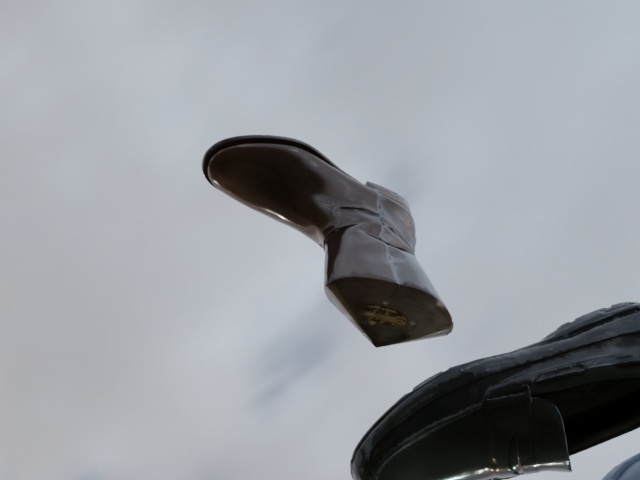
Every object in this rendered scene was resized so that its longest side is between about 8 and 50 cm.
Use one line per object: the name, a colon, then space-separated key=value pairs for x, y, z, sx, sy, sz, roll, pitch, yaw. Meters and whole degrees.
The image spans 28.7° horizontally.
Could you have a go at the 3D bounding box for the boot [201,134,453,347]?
boot: x=0.000 y=0.000 z=0.529 sx=0.106 sy=0.114 sz=0.037 roll=15 pitch=-64 yaw=-11

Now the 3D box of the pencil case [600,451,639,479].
pencil case: x=0.250 y=0.260 z=0.835 sx=0.124 sy=0.113 sz=0.273 roll=-27 pitch=-54 yaw=-19

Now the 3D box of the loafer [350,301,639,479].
loafer: x=0.126 y=0.109 z=0.765 sx=0.223 sy=0.078 sz=0.076 roll=-23 pitch=-54 yaw=-6
